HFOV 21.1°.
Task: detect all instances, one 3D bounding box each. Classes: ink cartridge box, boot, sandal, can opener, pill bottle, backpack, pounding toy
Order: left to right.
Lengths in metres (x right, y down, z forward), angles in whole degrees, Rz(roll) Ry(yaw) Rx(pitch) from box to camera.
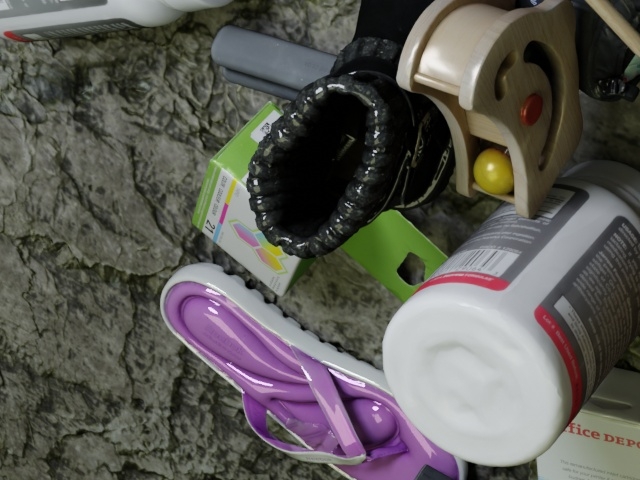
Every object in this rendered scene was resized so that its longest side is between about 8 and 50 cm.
[{"bbox_3d":[-0.219,-0.293,1.754,0.283,0.161,0.161,-1,117,36],"label":"pill bottle"},{"bbox_3d":[-0.026,0.189,1.971,0.416,0.102,0.169,34,135,11],"label":"sandal"},{"bbox_3d":[0.000,0.000,1.791,0.255,0.097,0.189,41,159,6],"label":"ink cartridge box"},{"bbox_3d":[0.011,-0.134,1.731,0.283,0.095,0.076,19,164,22],"label":"can opener"},{"bbox_3d":[0.057,-0.164,1.530,0.131,0.260,0.348,14,104,24],"label":"boot"},{"bbox_3d":[0.171,-0.128,1.432,0.155,0.154,0.269,23,142,33],"label":"pounding toy"},{"bbox_3d":[0.205,0.051,1.566,0.176,0.318,0.176,19,127,26],"label":"pill bottle"},{"bbox_3d":[0.255,-0.227,1.489,0.152,0.115,0.182,36,138,7],"label":"backpack"},{"bbox_3d":[0.310,0.242,1.775,0.154,0.093,0.212,10,126,30],"label":"ink cartridge box"}]

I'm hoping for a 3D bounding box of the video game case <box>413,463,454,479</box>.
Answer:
[{"bbox_3d":[0.205,0.395,1.952,0.275,0.035,0.248,30,143,13],"label":"video game case"}]
